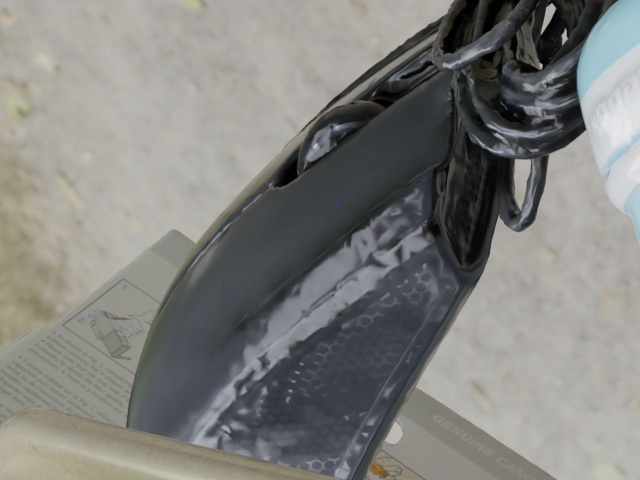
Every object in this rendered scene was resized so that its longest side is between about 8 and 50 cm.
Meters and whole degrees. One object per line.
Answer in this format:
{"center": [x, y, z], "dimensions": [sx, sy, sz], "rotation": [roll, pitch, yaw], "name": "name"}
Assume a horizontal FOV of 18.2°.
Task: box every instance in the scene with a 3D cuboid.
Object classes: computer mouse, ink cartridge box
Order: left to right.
{"center": [-0.042, 0.133, 0.970], "dimensions": [0.275, 0.239, 0.060], "rotation": [33, 129, 15], "name": "ink cartridge box"}
{"center": [0.000, 0.000, 0.602], "dimensions": [0.072, 0.188, 0.272], "rotation": [22, 118, -9], "name": "computer mouse"}

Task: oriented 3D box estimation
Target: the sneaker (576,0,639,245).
{"center": [0.214, 0.043, 0.434], "dimensions": [0.127, 0.319, 0.208], "rotation": [133, 133, -64], "name": "sneaker"}

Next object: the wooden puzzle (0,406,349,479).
{"center": [-0.040, 0.128, 0.241], "dimensions": [0.221, 0.238, 0.044], "rotation": [8, 143, 42], "name": "wooden puzzle"}
